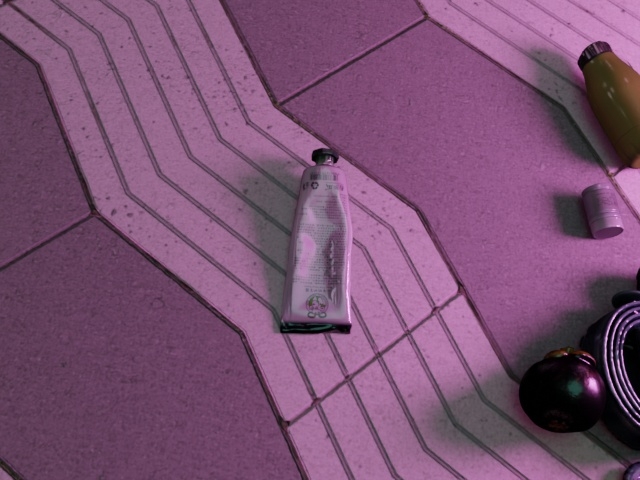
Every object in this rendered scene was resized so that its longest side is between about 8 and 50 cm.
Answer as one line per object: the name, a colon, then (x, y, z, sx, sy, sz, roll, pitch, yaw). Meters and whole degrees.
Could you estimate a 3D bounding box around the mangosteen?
mangosteen: (0.391, 0.234, 1.219, 0.137, 0.137, 0.151, 21, 49, 4)

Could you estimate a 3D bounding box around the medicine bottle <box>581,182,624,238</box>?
medicine bottle: (0.524, -0.055, 1.404, 0.058, 0.058, 0.091, -2, 66, -7)

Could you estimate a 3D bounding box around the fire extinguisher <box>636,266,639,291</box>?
fire extinguisher: (0.729, 0.095, 1.343, 0.311, 0.095, 0.115, 2, 109, -4)

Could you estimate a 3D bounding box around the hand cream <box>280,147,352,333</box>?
hand cream: (0.000, 0.000, 1.326, 0.121, 0.076, 0.336, 3, 71, 1)

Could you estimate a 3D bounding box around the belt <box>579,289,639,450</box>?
belt: (0.544, 0.211, 1.251, 0.206, 0.116, 0.268, -13, 70, -12)

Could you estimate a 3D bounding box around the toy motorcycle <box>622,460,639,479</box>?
toy motorcycle: (0.622, 0.406, 1.174, 0.204, 0.108, 0.239, -33, 73, -19)

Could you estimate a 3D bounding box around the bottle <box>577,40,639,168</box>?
bottle: (0.592, -0.273, 1.483, 0.112, 0.112, 0.260, -16, 68, -13)
